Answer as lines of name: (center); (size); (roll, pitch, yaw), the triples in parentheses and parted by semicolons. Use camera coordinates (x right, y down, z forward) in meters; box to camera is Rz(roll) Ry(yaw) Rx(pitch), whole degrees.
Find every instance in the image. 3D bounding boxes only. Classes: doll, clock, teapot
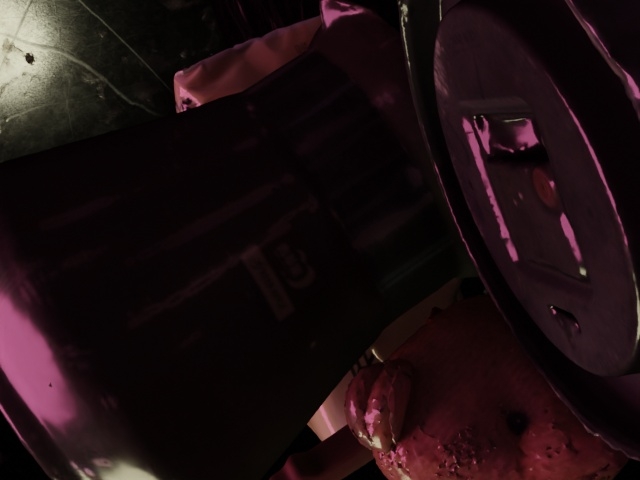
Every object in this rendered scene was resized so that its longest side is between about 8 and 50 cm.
doll: (0.153, 0.175, 0.553); (0.156, 0.201, 0.303); (-28, 90, 48)
clock: (0.119, -0.031, 0.415); (0.280, 0.055, 0.280); (157, 90, -85)
teapot: (-0.039, 0.038, 0.669); (0.376, 0.362, 0.305); (59, 174, -27)

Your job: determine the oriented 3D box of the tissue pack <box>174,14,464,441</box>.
tissue pack: (0.000, 0.000, 0.963); (0.332, 0.205, 0.404); (151, 95, -81)
